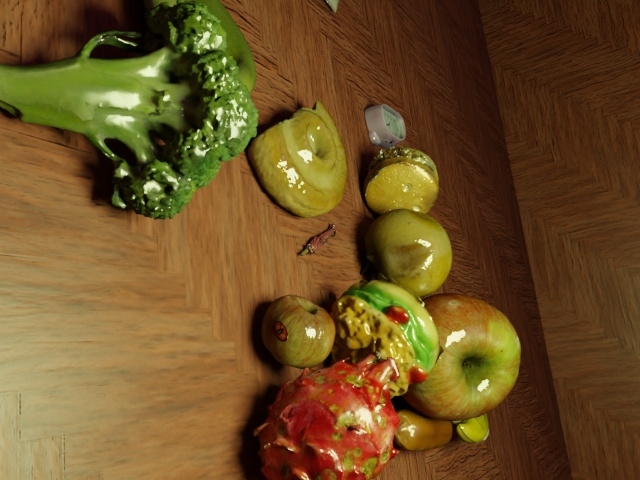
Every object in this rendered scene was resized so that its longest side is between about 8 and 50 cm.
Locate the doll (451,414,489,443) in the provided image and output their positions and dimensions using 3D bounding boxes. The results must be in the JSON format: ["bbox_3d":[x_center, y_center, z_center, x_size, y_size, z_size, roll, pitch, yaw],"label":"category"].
[{"bbox_3d":[0.340,0.403,1.474,0.252,0.111,0.237,28,34,-54],"label":"doll"}]

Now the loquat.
[{"bbox_3d":[0.193,0.032,1.307,0.213,0.213,0.212,30,53,-50],"label":"loquat"}]

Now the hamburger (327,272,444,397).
[{"bbox_3d":[0.100,0.190,1.080,0.149,0.237,0.237,-30,104,-39],"label":"hamburger"}]

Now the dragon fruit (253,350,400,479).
[{"bbox_3d":[0.023,0.287,0.903,0.268,0.205,0.210,-51,160,-16],"label":"dragon fruit"}]

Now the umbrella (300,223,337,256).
[{"bbox_3d":[0.000,0.000,1.181,0.027,0.025,0.165,50,32,0],"label":"umbrella"}]

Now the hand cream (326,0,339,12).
[{"bbox_3d":[0.036,-0.681,1.505,0.087,0.054,0.186,43,50,-36],"label":"hand cream"}]

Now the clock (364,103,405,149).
[{"bbox_3d":[0.180,-0.303,1.571,0.153,0.050,0.109,12,68,-56],"label":"clock"}]

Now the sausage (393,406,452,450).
[{"bbox_3d":[0.225,0.420,1.301,0.238,0.098,0.098,21,60,-52],"label":"sausage"}]

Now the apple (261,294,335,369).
[{"bbox_3d":[-0.038,0.153,0.966,0.126,0.126,0.101,8,111,-57],"label":"apple"}]

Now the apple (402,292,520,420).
[{"bbox_3d":[0.281,0.248,1.284,0.309,0.250,0.277,30,87,-28],"label":"apple"}]

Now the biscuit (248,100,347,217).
[{"bbox_3d":[-0.021,-0.157,1.149,0.213,0.091,0.274,61,31,-19],"label":"biscuit"}]

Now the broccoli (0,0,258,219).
[{"bbox_3d":[-0.236,-0.159,0.771,0.302,0.186,0.253,-27,109,-15],"label":"broccoli"}]

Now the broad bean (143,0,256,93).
[{"bbox_3d":[-0.190,-0.331,0.923,0.189,0.121,0.263,-31,102,-62],"label":"broad bean"}]

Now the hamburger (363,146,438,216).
[{"bbox_3d":[0.193,-0.144,1.412,0.191,0.182,0.118,48,24,-26],"label":"hamburger"}]
